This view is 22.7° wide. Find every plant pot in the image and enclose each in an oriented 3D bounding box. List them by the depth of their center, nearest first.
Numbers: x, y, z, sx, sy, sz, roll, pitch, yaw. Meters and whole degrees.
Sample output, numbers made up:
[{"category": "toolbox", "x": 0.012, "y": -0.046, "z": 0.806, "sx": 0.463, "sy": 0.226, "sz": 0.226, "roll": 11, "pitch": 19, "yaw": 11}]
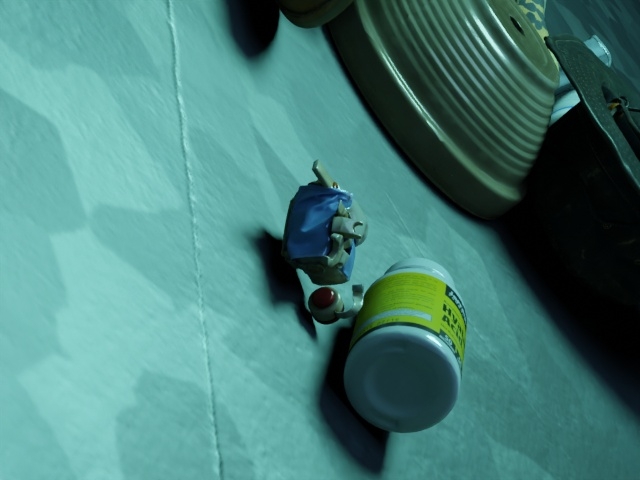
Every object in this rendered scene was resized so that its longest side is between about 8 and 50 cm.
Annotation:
[{"category": "plant pot", "x": 0.118, "y": -0.143, "z": 1.297, "sx": 0.237, "sy": 0.110, "sz": 0.237, "roll": 45, "pitch": 23, "yaw": -25}]

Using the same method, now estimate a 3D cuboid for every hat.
[{"category": "hat", "x": 0.269, "y": -0.026, "z": 1.415, "sx": 0.331, "sy": 0.134, "sz": 0.331, "roll": 43, "pitch": 19, "yaw": -19}]

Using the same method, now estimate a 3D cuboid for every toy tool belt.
[{"category": "toy tool belt", "x": 0.000, "y": 0.000, "z": 0.900, "sx": 0.051, "sy": 0.052, "sz": 0.083, "roll": 67, "pitch": 23, "yaw": -52}]

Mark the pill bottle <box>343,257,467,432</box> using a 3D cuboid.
[{"category": "pill bottle", "x": 0.051, "y": 0.055, "z": 0.911, "sx": 0.065, "sy": 0.065, "sz": 0.116, "roll": 49, "pitch": 21, "yaw": -14}]

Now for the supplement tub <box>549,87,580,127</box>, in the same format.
[{"category": "supplement tub", "x": 0.254, "y": -0.111, "z": 1.593, "sx": 0.071, "sy": 0.071, "sz": 0.107, "roll": 51, "pitch": 22, "yaw": -10}]

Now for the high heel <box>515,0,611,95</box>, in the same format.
[{"category": "high heel", "x": 0.156, "y": -0.237, "z": 1.586, "sx": 0.261, "sy": 0.093, "sz": 0.186, "roll": 46, "pitch": 40, "yaw": 17}]

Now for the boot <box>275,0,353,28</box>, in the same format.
[{"category": "boot", "x": -0.059, "y": -0.285, "z": 1.129, "sx": 0.220, "sy": 0.109, "sz": 0.283, "roll": 42, "pitch": 22, "yaw": -33}]
